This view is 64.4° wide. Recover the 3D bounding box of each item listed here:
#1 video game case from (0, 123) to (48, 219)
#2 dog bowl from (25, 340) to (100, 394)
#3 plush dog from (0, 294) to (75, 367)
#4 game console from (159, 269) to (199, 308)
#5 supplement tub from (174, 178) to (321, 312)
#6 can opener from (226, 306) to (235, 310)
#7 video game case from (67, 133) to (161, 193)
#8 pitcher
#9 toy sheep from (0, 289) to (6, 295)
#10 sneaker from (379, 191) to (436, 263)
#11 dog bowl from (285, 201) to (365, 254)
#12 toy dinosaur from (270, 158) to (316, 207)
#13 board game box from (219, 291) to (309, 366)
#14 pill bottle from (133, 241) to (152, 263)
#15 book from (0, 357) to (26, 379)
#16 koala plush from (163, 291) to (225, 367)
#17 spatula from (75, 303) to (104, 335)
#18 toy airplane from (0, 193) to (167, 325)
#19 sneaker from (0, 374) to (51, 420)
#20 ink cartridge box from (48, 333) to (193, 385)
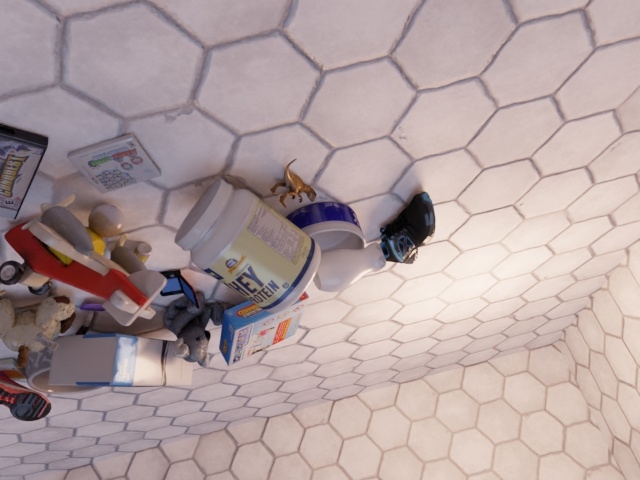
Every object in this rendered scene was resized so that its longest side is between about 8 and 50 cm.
[{"bbox_3d":[-0.755,-0.159,1.086,0.248,0.035,0.275,14,138,-38],"label":"video game case"},{"bbox_3d":[-0.944,0.487,1.945,0.348,0.102,0.349,-11,148,-7],"label":"dog bowl"},{"bbox_3d":[-0.900,0.282,1.595,0.262,0.211,0.225,-2,172,-16],"label":"plush dog"},{"bbox_3d":[-0.469,0.168,1.661,0.124,0.085,0.144,-8,147,-11],"label":"game console"},{"bbox_3d":[-0.186,0.015,1.326,0.324,0.235,0.235,37,125,-22],"label":"supplement tub"},{"bbox_3d":[-0.284,0.280,1.952,0.186,0.073,0.059,8,103,-37],"label":"can opener"},{"bbox_3d":[-0.477,-0.176,1.189,0.157,0.019,0.143,-17,148,2],"label":"video game case"},{"bbox_3d":[0.073,0.087,1.546,0.207,0.126,0.178,-17,165,-18],"label":"pitcher"},{"bbox_3d":[-0.948,0.145,1.433,0.091,0.091,0.132,-10,153,-8],"label":"toy sheep"},{"bbox_3d":[0.269,-0.023,1.635,0.139,0.125,0.341,-2,144,-11],"label":"sneaker"},{"bbox_3d":[0.000,0.000,1.577,0.264,0.104,0.265,-11,148,-7],"label":"dog bowl"},{"bbox_3d":[-0.080,-0.155,1.363,0.112,0.064,0.211,-40,153,5],"label":"toy dinosaur"},{"bbox_3d":[-0.215,0.309,1.889,0.301,0.086,0.308,-21,152,-29],"label":"board game box"},{"bbox_3d":[-0.525,0.044,1.485,0.043,0.043,0.083,11,140,-35],"label":"pill bottle"},{"bbox_3d":[-1.179,0.487,1.913,0.096,0.035,0.144,-4,147,-9],"label":"book"},{"bbox_3d":[-0.453,0.332,1.792,0.203,0.221,0.196,-23,148,13],"label":"koala plush"},{"bbox_3d":[-0.799,0.276,1.744,0.084,0.030,0.296,11,140,-34],"label":"spatula"},{"bbox_3d":[-0.550,0.041,1.259,0.384,0.273,0.386,30,161,-33],"label":"toy airplane"},{"bbox_3d":[-1.155,0.565,1.905,0.116,0.136,0.314,-52,125,-4],"label":"sneaker"},{"bbox_3d":[-0.677,0.428,1.782,0.285,0.166,0.395,-7,163,24],"label":"ink cartridge box"}]
